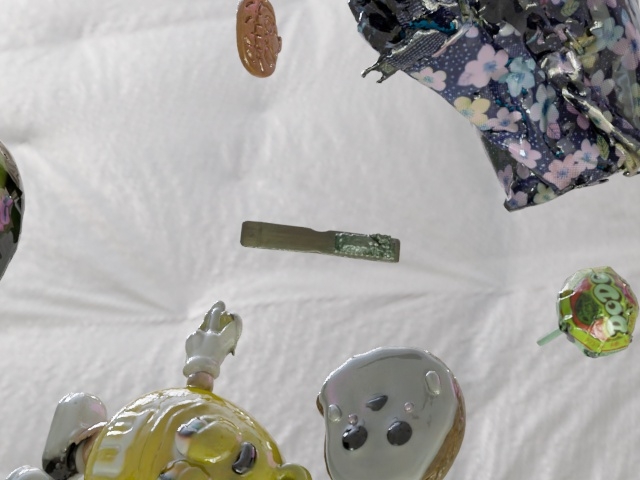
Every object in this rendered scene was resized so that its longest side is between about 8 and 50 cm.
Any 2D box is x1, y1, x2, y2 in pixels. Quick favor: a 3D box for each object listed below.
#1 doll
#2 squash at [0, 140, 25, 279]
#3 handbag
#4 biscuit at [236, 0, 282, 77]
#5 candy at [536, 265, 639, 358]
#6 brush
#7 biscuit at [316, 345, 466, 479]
[{"bbox_3d":[-0.206,0.262,1.608,0.423,0.161,0.348,-32,-137,19],"label":"doll"},{"bbox_3d":[-0.202,-0.015,0.448,0.170,0.123,0.170,-22,-142,18],"label":"squash"},{"bbox_3d":[0.091,-0.151,0.712,0.126,0.208,0.229,-21,-134,28],"label":"handbag"},{"bbox_3d":[-0.062,-0.215,1.396,0.015,0.078,0.091,-7,-99,31],"label":"biscuit"},{"bbox_3d":[0.276,0.097,1.450,0.083,0.305,0.091,-5,-103,-5],"label":"candy"},{"bbox_3d":[0.000,0.000,1.561,0.190,0.027,0.034,7,-107,0],"label":"brush"},{"bbox_3d":[0.078,0.208,1.535,0.181,0.049,0.208,-21,-136,18],"label":"biscuit"}]
